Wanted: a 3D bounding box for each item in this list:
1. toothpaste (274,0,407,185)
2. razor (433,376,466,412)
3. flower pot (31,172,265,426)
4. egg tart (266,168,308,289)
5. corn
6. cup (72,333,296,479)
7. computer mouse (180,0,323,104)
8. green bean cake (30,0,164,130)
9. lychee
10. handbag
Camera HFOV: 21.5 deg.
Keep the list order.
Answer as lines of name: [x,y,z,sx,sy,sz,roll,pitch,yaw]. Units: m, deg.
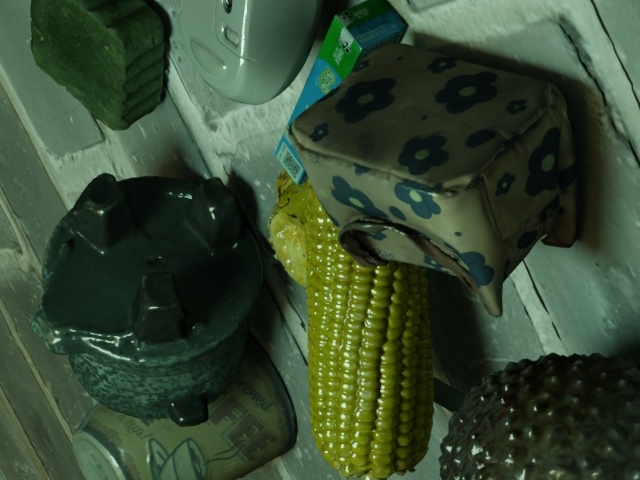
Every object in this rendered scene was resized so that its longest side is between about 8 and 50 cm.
toothpaste: [0.018,-0.153,1.771,0.050,0.065,0.266,54,151,16]
razor: [0.156,0.183,1.894,0.232,0.068,0.106,29,141,32]
flower pot: [-0.220,0.072,2.112,0.299,0.299,0.282,45,152,23]
egg tart: [0.000,0.000,1.937,0.191,0.074,0.191,41,148,33]
corn: [0.052,0.081,1.800,0.144,0.144,0.387,20,117,49]
cup: [-0.220,0.220,2.300,0.301,0.257,0.227,56,149,8]
computer mouse: [-0.060,-0.284,1.713,0.184,0.121,0.296,39,132,51]
green bean cake: [-0.275,-0.251,2.099,0.185,0.094,0.183,46,148,22]
lychee: [0.248,0.231,1.570,0.300,0.300,0.300,38,145,33]
handbag: [0.117,-0.054,1.600,0.251,0.190,0.193,23,148,44]
